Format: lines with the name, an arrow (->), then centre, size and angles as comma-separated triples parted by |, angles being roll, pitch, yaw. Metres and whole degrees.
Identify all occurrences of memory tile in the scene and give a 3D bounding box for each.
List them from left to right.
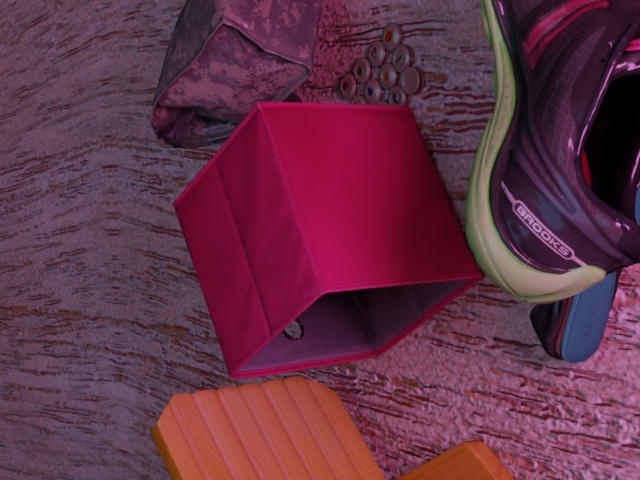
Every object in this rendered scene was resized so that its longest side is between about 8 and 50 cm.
memory tile -> 0.080, -0.211, 1.552 | 0.148, 0.012, 0.113 | -45, 59, 45

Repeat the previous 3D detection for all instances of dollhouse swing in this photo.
dollhouse swing -> 0.009, 0.267, 1.417 | 0.315, 0.347, 0.304 | -43, 59, 46

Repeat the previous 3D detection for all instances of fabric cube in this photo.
fabric cube -> 0.000, 0.000, 1.479 | 0.259, 0.254, 0.258 | -44, 60, 46

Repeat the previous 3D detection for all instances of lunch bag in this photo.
lunch bag -> -0.128, -0.282, 1.642 | 0.287, 0.169, 0.235 | -36, 36, 46

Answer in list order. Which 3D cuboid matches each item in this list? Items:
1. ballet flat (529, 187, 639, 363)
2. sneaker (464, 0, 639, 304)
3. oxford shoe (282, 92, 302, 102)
ballet flat -> 0.289, 0.002, 1.235 | 0.096, 0.095, 0.280 | 54, 133, 47
sneaker -> 0.269, -0.172, 1.131 | 0.202, 0.185, 0.482 | -11, 67, 40
oxford shoe -> -0.093, -0.136, 1.734 | 0.096, 0.083, 0.227 | 57, 133, 43
